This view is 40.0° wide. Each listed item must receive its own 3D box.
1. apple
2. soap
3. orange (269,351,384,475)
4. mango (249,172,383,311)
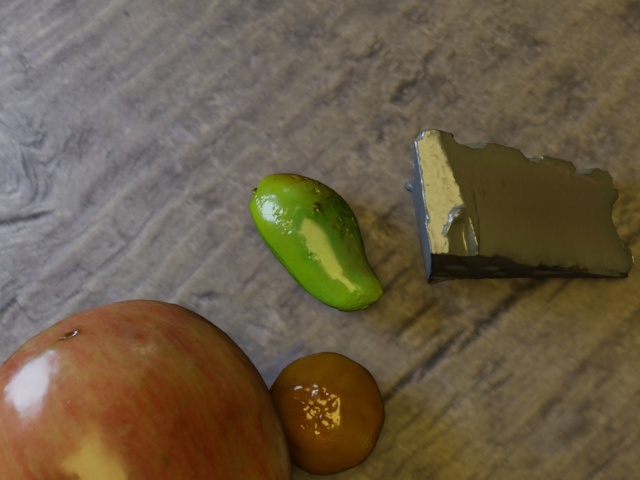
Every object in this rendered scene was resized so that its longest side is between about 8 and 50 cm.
[{"bbox_3d":[-0.216,0.280,1.023,0.391,0.391,0.346,-42,72,-4],"label":"apple"},{"bbox_3d":[0.262,-0.039,1.102,0.302,0.258,0.159,-5,76,5],"label":"soap"},{"bbox_3d":[0.005,0.222,1.134,0.159,0.136,0.159,-2,74,8],"label":"orange"},{"bbox_3d":[0.000,0.000,1.199,0.125,0.111,0.233,-45,74,2],"label":"mango"}]
